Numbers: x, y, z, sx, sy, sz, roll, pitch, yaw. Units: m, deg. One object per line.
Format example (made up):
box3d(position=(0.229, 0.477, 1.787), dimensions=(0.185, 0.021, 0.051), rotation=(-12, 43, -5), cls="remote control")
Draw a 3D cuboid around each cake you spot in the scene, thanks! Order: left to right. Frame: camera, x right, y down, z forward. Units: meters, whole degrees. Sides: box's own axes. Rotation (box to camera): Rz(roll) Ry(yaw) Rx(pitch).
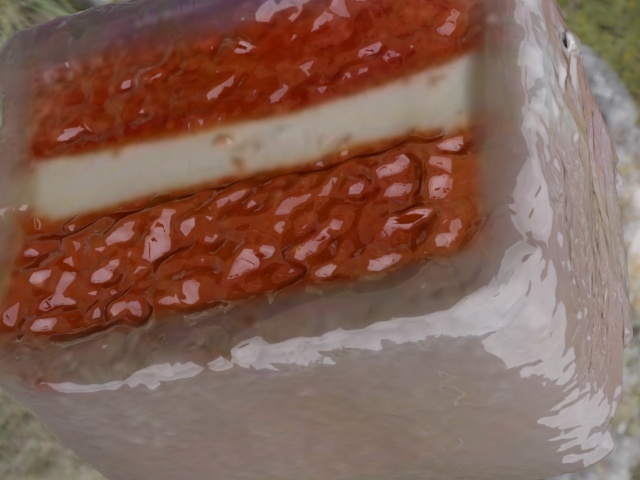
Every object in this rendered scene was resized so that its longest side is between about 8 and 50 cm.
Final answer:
box3d(position=(0.000, 0.000, 0.863), dimensions=(0.230, 0.308, 0.237), rotation=(47, 36, -55), cls="cake")
